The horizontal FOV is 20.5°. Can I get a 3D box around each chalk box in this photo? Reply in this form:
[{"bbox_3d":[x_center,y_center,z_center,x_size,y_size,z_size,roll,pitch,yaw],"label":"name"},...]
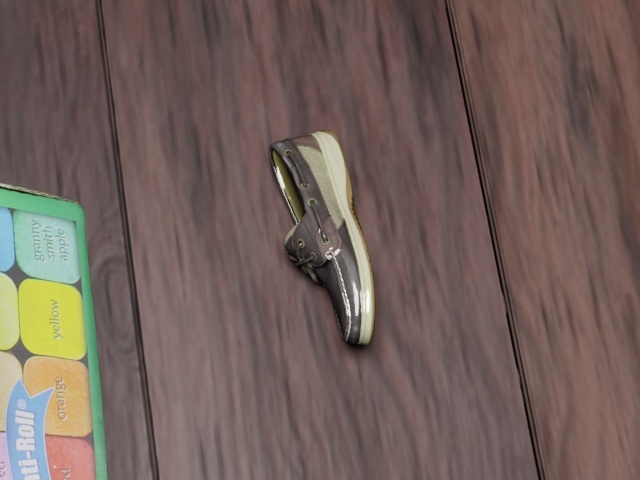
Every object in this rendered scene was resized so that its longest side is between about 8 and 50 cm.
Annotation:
[{"bbox_3d":[-0.225,0.072,0.890,0.179,0.289,0.180,12,63,-40],"label":"chalk box"}]

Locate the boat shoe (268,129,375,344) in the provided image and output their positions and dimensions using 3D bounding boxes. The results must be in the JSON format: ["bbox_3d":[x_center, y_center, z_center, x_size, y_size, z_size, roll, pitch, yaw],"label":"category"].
[{"bbox_3d":[0.000,0.000,1.139,0.049,0.056,0.152,-7,60,-13],"label":"boat shoe"}]
